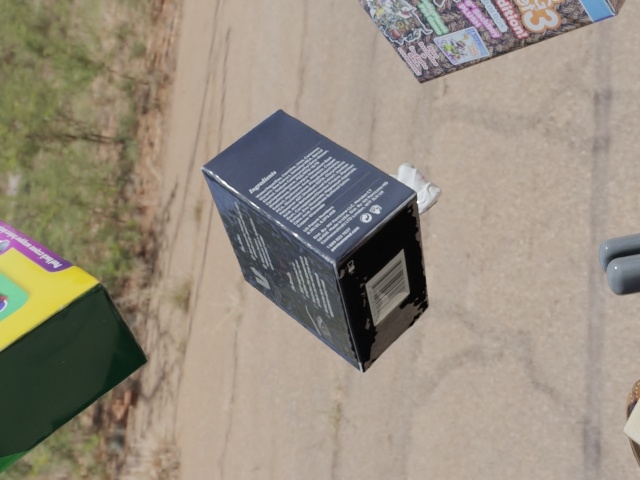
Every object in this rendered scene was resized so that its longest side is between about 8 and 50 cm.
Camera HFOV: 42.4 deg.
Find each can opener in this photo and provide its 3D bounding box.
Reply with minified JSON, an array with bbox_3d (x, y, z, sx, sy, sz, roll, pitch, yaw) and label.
[{"bbox_3d":[0.448,-0.014,0.889,0.076,0.284,0.095,-88,-16,-54],"label":"can opener"}]

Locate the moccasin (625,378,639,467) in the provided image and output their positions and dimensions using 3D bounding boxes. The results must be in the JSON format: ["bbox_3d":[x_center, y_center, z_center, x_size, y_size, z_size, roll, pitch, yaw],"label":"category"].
[{"bbox_3d":[0.403,0.223,0.783,0.380,0.139,0.146,-89,-8,-71],"label":"moccasin"}]

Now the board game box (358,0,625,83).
[{"bbox_3d":[0.229,-0.342,0.972,0.291,0.141,0.232,-8,40,53],"label":"board game box"}]

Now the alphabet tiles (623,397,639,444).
[{"bbox_3d":[0.263,0.046,0.257,0.285,0.011,0.342,37,110,46],"label":"alphabet tiles"}]

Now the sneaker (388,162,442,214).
[{"bbox_3d":[0.114,-0.068,1.522,0.232,0.090,0.115,-37,90,35],"label":"sneaker"}]

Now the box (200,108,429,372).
[{"bbox_3d":[0.000,0.000,0.685,0.158,0.093,0.156,35,155,32],"label":"box"}]

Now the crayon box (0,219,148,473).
[{"bbox_3d":[-0.392,0.119,0.790,0.363,0.313,0.106,20,140,49],"label":"crayon box"}]
